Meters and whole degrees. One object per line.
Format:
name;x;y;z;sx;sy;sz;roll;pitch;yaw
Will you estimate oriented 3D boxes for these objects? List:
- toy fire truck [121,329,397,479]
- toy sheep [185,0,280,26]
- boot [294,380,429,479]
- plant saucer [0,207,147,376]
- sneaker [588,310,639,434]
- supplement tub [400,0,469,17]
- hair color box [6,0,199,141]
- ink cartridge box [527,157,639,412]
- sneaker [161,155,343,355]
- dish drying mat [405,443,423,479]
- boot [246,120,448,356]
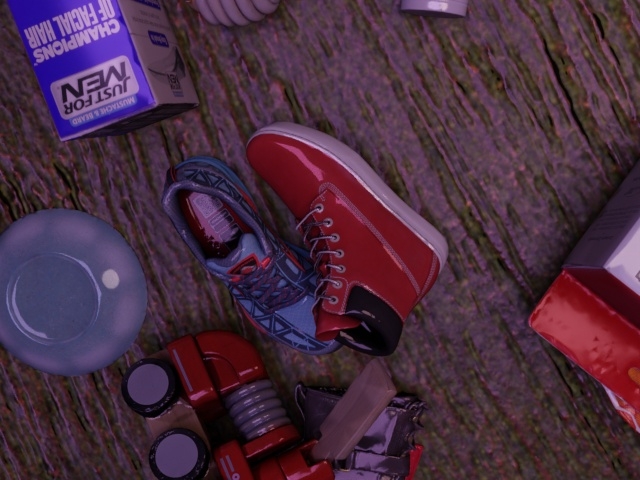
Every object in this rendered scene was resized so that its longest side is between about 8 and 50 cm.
toy fire truck;-0.057;0.178;0.945;0.246;0.158;0.217;-24;68;-7
toy sheep;-0.082;-0.262;0.933;0.132;0.091;0.091;-8;98;24
boot;0.078;0.279;0.994;0.262;0.091;0.229;14;90;0
plant saucer;-0.292;0.062;1.023;0.194;0.037;0.195;1;98;4
sneaker;0.327;0.144;0.970;0.067;0.064;0.175;-34;95;12
supplement tub;0.119;-0.281;0.920;0.070;0.071;0.107;6;99;4
hair color box;-0.238;-0.273;0.893;0.110;0.185;0.339;-20;96;8
ink cartridge box;0.409;0.067;0.893;0.309;0.130;0.272;37;87;-2
sneaker;-0.076;0.029;0.955;0.104;0.125;0.262;-44;93;10
dish drying mat;0.089;0.266;1.037;0.032;0.008;0.083;18;100;3
boot;0.000;0.000;0.916;0.244;0.176;0.088;38;140;-2
